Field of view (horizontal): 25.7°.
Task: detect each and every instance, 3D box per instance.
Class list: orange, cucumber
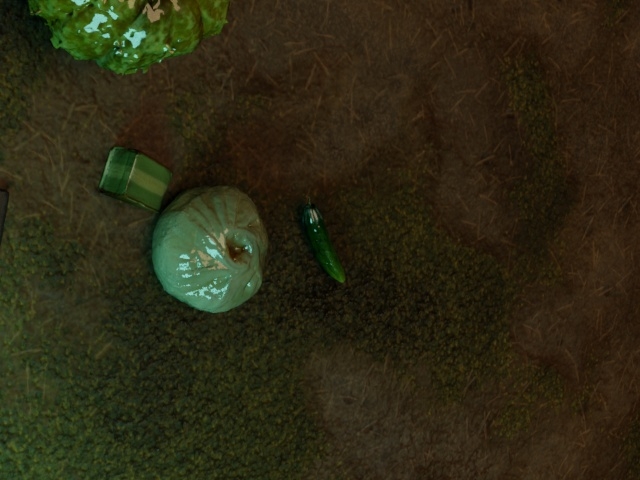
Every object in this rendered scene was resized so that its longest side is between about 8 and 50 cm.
[{"bbox_3d":[-0.257,-0.366,1.873,0.300,0.223,0.301,40,73,-25],"label":"orange"},{"bbox_3d":[0.000,0.000,2.265,0.039,0.039,0.168,-41,123,-29],"label":"cucumber"}]

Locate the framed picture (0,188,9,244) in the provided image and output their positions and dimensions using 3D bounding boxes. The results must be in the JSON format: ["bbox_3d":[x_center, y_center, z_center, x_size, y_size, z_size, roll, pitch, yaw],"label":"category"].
[{"bbox_3d":[-0.548,0.084,1.820,0.265,0.016,0.347,9,90,-42],"label":"framed picture"}]

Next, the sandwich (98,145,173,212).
[{"bbox_3d":[-0.246,-0.082,2.016,0.116,0.074,0.074,21,83,-40],"label":"sandwich"}]

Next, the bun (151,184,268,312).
[{"bbox_3d":[-0.152,0.016,2.086,0.195,0.118,0.195,-10,105,-43],"label":"bun"}]
